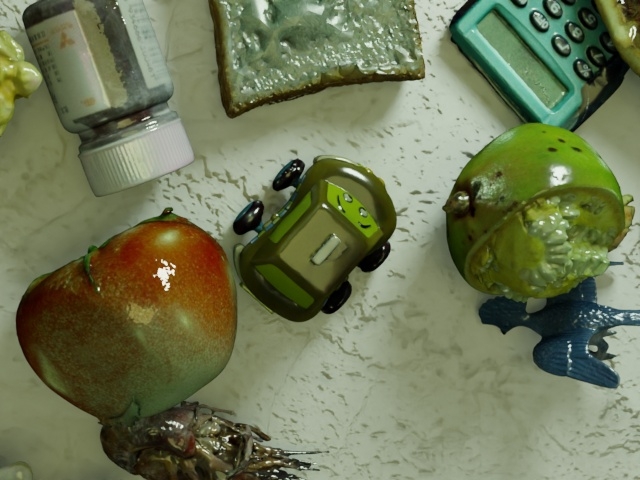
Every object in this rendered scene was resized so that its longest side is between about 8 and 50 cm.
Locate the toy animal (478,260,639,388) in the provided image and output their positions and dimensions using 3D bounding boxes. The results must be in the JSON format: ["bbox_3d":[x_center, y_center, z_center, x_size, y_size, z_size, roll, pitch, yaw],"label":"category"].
[{"bbox_3d":[0.375,0.124,1.922,0.255,0.239,0.176,-20,136,33],"label":"toy animal"}]

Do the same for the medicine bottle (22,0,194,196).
[{"bbox_3d":[-0.286,-0.210,1.769,0.165,0.165,0.273,-19,99,-7],"label":"medicine bottle"}]

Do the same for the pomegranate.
[{"bbox_3d":[0.327,-0.035,1.865,0.340,0.260,0.261,3,96,-41],"label":"pomegranate"}]

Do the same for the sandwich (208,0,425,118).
[{"bbox_3d":[-0.013,-0.333,1.835,0.301,0.099,0.271,-12,98,-7],"label":"sandwich"}]

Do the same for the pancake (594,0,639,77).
[{"bbox_3d":[0.512,-0.373,1.911,0.427,0.067,0.305,44,62,-10],"label":"pancake"}]

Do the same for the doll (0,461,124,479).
[{"bbox_3d":[-0.456,0.438,1.820,0.423,0.161,0.348,-24,116,2],"label":"doll"}]

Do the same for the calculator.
[{"bbox_3d":[0.355,-0.315,1.920,0.274,0.058,0.248,-45,102,-4],"label":"calculator"}]

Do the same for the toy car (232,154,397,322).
[{"bbox_3d":[0.000,0.000,1.821,0.204,0.198,0.248,43,87,-10],"label":"toy car"}]

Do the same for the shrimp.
[{"bbox_3d":[-0.146,0.301,1.872,0.343,0.116,0.145,12,118,-14],"label":"shrimp"}]

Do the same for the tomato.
[{"bbox_3d":[-0.248,0.110,1.744,0.303,0.303,0.239,-31,95,-5],"label":"tomato"}]

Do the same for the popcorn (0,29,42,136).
[{"bbox_3d":[-0.501,-0.202,1.710,0.259,0.212,0.259,-1,92,-15],"label":"popcorn"}]
